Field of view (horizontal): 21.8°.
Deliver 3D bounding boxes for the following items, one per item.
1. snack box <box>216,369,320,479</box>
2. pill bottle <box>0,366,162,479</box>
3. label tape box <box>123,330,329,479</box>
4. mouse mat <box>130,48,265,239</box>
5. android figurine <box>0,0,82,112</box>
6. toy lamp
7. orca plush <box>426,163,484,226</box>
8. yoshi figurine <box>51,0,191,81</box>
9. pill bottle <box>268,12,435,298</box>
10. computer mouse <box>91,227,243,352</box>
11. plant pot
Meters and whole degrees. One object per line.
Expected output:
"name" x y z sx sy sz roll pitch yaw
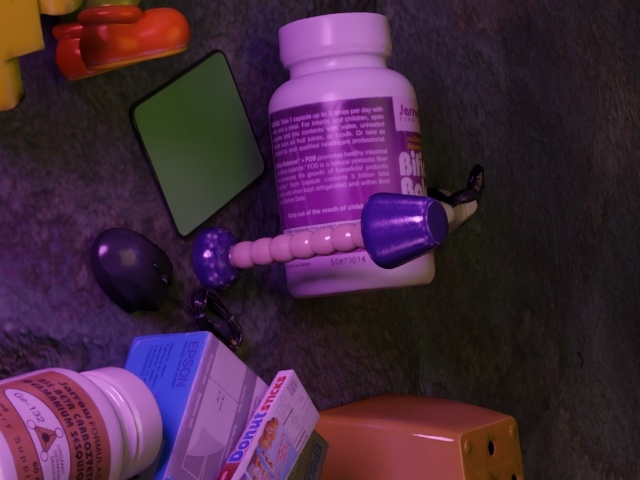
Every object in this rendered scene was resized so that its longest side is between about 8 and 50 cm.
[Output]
"snack box" -0.052 0.205 1.589 0.064 0.022 0.178 63 37 -27
"pill bottle" -0.241 0.177 1.401 0.229 0.131 0.131 -13 94 -57
"label tape box" -0.086 0.277 1.641 0.334 0.106 0.241 48 46 -41
"mouse mat" -0.126 -0.104 1.755 0.189 0.007 0.153 -42 118 -51
"android figurine" -0.311 -0.204 1.308 0.248 0.056 0.273 -18 136 -19
"toy lamp" 0.000 0.000 1.677 0.080 0.274 0.080 17 69 -55
"orca plush" 0.123 -0.052 2.043 0.102 0.151 0.287 49 38 6
"yoshi figurine" -0.204 -0.343 1.540 0.203 0.203 0.362 -40 115 -71
"pill bottle" 0.031 -0.093 1.843 0.169 0.169 0.301 -3 86 -57
"computer mouse" -0.143 0.054 1.662 0.242 0.041 0.071 36 53 -49
"plant pot" 0.118 0.282 1.878 0.212 0.187 0.212 -5 87 -57
